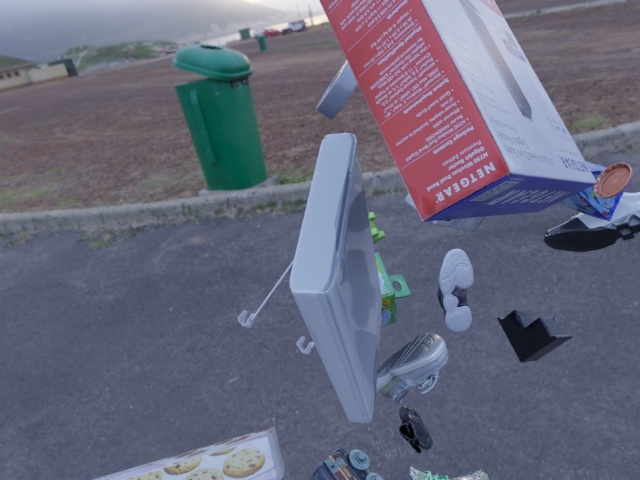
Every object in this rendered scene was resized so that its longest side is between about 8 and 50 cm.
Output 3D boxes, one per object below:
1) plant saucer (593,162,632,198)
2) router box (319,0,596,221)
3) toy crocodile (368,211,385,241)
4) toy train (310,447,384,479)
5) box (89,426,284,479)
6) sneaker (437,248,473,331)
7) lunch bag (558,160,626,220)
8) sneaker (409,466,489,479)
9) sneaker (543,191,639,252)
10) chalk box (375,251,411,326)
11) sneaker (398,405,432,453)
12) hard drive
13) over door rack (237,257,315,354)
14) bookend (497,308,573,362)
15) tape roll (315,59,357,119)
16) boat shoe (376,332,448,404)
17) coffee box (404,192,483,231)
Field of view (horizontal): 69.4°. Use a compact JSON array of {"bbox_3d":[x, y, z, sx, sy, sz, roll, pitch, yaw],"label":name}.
[{"bbox_3d":[0.618,-0.125,0.975,0.013,0.083,0.083,27,22,-14],"label":"plant saucer"},{"bbox_3d":[0.159,-0.176,0.506,0.082,0.301,0.335,-32,-16,37],"label":"router box"},{"bbox_3d":[0.169,-0.044,1.775,0.105,0.115,0.340,-30,-13,14],"label":"toy crocodile"},{"bbox_3d":[0.119,0.814,1.452,0.190,0.142,0.334,-1,37,-46],"label":"toy train"},{"bbox_3d":[-0.211,0.334,0.628,0.324,0.067,0.063,-15,-11,0],"label":"box"},{"bbox_3d":[0.419,0.143,1.473,0.101,0.268,0.153,-5,15,5],"label":"sneaker"},{"bbox_3d":[0.648,-0.171,1.258,0.293,0.138,0.221,8,19,-35],"label":"lunch bag"},{"bbox_3d":[0.386,0.872,1.612,0.410,0.182,0.158,-26,-6,0],"label":"sneaker"},{"bbox_3d":[0.826,-0.066,1.355,0.330,0.122,0.146,-17,48,31],"label":"sneaker"},{"bbox_3d":[0.143,0.172,1.504,0.289,0.179,0.180,-16,48,-3],"label":"chalk box"},{"bbox_3d":[0.239,0.493,1.223,0.051,0.089,0.170,-51,32,8],"label":"sneaker"},{"bbox_3d":[0.041,0.070,0.625,0.047,0.353,0.233,-1,50,14],"label":"hard drive"},{"bbox_3d":[-0.027,0.173,1.256,0.324,0.239,0.108,-49,32,14],"label":"over door rack"},{"bbox_3d":[0.646,0.264,1.409,0.072,0.156,0.157,1,50,-26],"label":"bookend"},{"bbox_3d":[0.071,-0.554,1.695,0.072,0.219,0.219,32,19,-13],"label":"tape roll"},{"bbox_3d":[0.210,0.304,1.058,0.103,0.320,0.118,44,56,9],"label":"boat shoe"},{"bbox_3d":[0.484,-0.137,1.744,0.297,0.119,0.168,6,31,-45],"label":"coffee box"}]
